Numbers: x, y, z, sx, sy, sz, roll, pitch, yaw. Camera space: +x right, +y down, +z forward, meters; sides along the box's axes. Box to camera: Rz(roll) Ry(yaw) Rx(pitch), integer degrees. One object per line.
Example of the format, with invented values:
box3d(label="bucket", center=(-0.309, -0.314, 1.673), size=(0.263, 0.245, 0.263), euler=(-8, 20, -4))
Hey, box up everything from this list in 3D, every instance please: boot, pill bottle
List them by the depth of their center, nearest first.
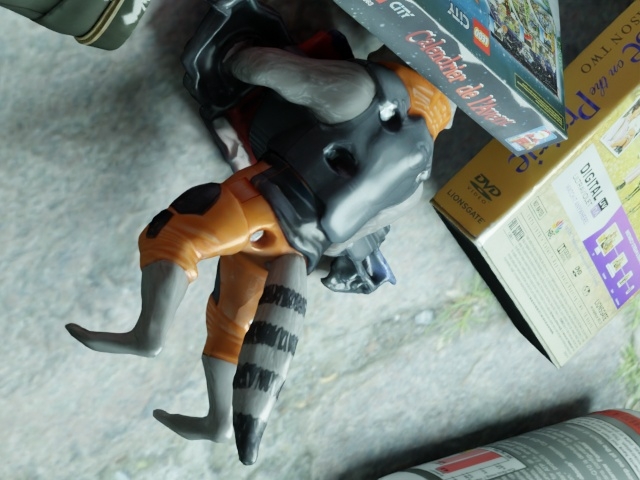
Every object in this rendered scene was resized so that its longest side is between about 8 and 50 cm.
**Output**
box3d(label="boot", center=(-0.149, -0.216, 1.185), size=(0.137, 0.077, 0.198), euler=(12, 112, -35))
box3d(label="pill bottle", center=(0.146, 0.282, 1.659), size=(0.363, 0.210, 0.210), euler=(-12, 127, -29))

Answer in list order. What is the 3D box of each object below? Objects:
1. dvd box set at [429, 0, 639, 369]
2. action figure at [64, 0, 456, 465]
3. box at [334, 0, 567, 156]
box3d(label="dvd box set", center=(0.289, -0.104, 1.537), size=(0.420, 0.062, 0.307), euler=(-44, 152, -1))
box3d(label="action figure", center=(0.000, 0.000, 1.360), size=(0.330, 0.178, 0.341), euler=(-54, 141, -11))
box3d(label="box", center=(0.090, -0.180, 1.328), size=(0.044, 0.159, 0.233), euler=(-18, 145, 31))
